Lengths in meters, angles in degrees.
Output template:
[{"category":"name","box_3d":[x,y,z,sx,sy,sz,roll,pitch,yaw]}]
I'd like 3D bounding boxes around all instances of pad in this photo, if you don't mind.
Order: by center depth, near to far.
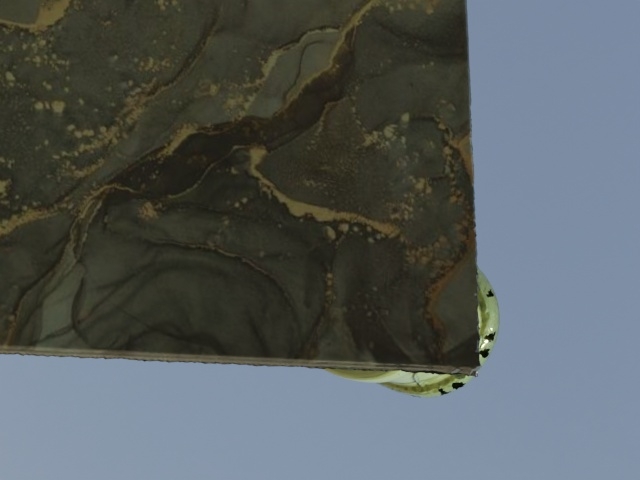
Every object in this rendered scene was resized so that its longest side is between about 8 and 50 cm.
[{"category":"pad","box_3d":[-0.100,-0.070,0.838,0.007,0.367,0.248,146,-55,-64]}]

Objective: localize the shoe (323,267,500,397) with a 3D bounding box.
[{"category":"shoe","box_3d":[0.002,0.000,1.267,0.262,0.140,0.128,36,-4,12]}]
